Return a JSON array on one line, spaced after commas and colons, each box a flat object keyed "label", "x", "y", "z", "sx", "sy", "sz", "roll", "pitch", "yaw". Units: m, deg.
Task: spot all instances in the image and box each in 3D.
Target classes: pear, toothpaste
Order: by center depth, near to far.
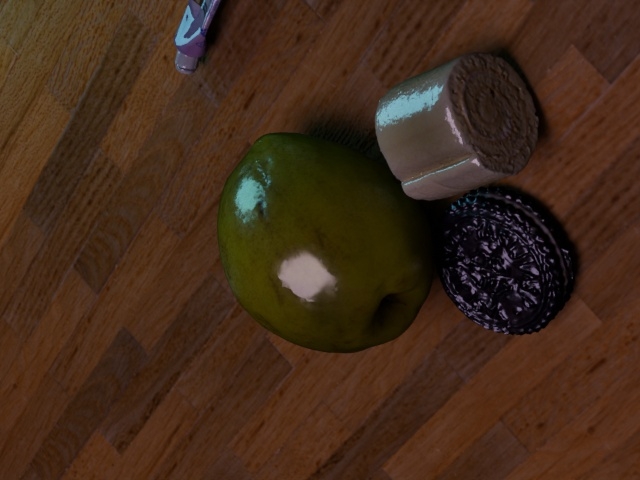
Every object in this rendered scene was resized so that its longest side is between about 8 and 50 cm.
[{"label": "pear", "x": 0.000, "y": 0.000, "z": 2.086, "sx": 0.307, "sy": 0.253, "sz": 0.253, "roll": 45, "pitch": 138, "yaw": 28}, {"label": "toothpaste", "x": -0.142, "y": -0.338, "z": 2.150, "sx": 0.075, "sy": 0.048, "sz": 0.301, "roll": 40, "pitch": 134, "yaw": 23}]

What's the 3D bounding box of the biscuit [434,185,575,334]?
[{"label": "biscuit", "x": 0.219, "y": 0.026, "z": 2.035, "sx": 0.194, "sy": 0.053, "sz": 0.195, "roll": 23, "pitch": 130, "yaw": 31}]

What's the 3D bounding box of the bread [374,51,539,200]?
[{"label": "bread", "x": 0.157, "y": -0.130, "z": 1.936, "sx": 0.141, "sy": 0.134, "sz": 0.148, "roll": -18, "pitch": 90, "yaw": 52}]
